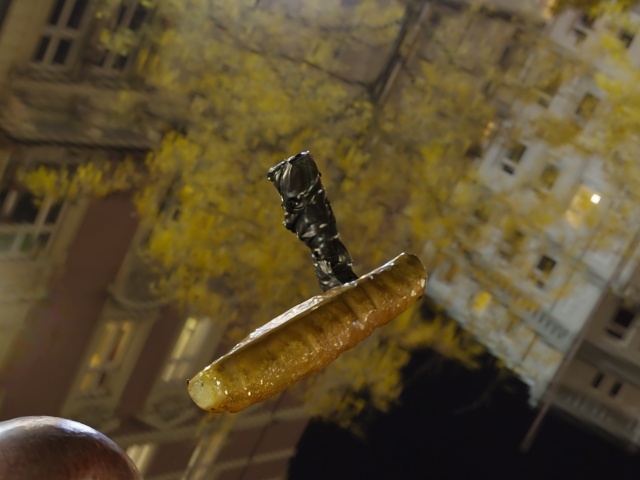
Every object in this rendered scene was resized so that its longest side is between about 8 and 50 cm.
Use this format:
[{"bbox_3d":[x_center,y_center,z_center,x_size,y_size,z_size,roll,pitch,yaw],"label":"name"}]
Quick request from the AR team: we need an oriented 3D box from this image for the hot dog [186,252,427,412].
[{"bbox_3d":[-0.005,0.094,1.335,0.289,0.083,0.068,-26,-91,-31],"label":"hot dog"}]

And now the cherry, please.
[{"bbox_3d":[-0.311,0.295,1.354,0.261,0.307,0.221,7,-115,-59],"label":"cherry"}]

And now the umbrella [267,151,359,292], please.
[{"bbox_3d":[-0.001,0.000,1.671,0.224,0.071,0.080,65,-153,-1],"label":"umbrella"}]
